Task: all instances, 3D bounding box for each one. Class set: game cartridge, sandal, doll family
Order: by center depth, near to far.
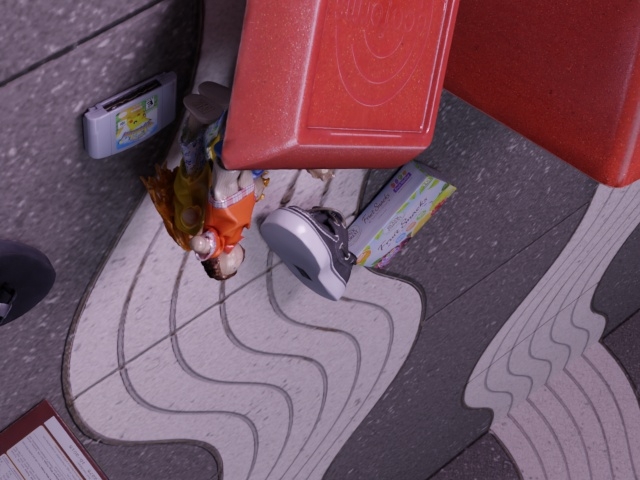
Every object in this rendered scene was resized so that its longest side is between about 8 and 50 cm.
[{"bbox_3d":[-0.308,0.060,0.882,0.254,0.054,0.097,-13,143,-51],"label":"sandal"},{"bbox_3d":[-0.149,-0.098,0.921,0.083,0.017,0.056,-32,158,-26],"label":"game cartridge"},{"bbox_3d":[-0.068,-0.076,1.005,0.263,0.118,0.163,-46,158,-44],"label":"doll family"}]

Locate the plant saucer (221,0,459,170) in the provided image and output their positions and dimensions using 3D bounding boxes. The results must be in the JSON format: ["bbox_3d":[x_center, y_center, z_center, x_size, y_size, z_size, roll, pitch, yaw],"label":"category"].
[{"bbox_3d":[0.039,-0.177,0.904,0.258,0.047,0.259,-6,110,-56],"label":"plant saucer"}]

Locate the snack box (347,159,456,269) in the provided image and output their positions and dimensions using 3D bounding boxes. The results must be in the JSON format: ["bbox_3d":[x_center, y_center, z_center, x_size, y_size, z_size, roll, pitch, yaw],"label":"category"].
[{"bbox_3d":[0.092,-0.030,1.409,0.141,0.037,0.100,-49,155,14],"label":"snack box"}]

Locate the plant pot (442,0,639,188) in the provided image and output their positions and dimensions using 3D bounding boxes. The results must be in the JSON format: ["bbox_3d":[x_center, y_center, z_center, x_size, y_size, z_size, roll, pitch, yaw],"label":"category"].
[{"bbox_3d":[0.277,-0.245,1.084,0.267,0.267,0.236,-24,138,-38],"label":"plant pot"}]

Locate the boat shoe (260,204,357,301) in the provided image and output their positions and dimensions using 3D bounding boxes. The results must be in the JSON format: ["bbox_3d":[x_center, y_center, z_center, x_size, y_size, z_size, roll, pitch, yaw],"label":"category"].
[{"bbox_3d":[0.000,0.000,1.270,0.076,0.080,0.228,-58,157,-11],"label":"boat shoe"}]

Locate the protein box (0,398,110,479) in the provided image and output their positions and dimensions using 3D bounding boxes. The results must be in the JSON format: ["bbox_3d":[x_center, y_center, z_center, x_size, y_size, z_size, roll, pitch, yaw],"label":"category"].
[{"bbox_3d":[-0.306,0.306,1.210,0.201,0.136,0.200,-37,157,-15],"label":"protein box"}]
